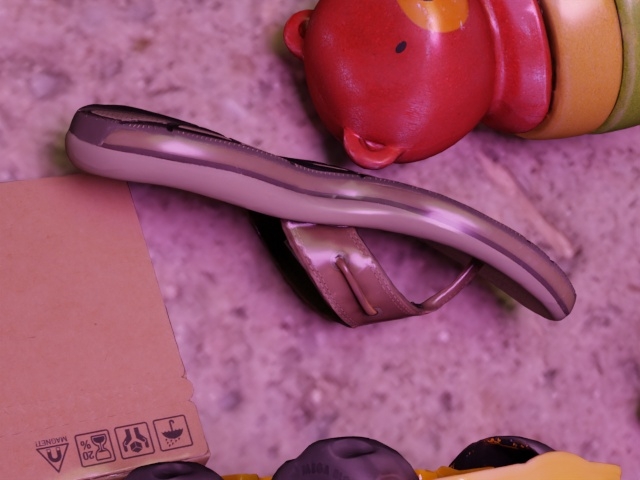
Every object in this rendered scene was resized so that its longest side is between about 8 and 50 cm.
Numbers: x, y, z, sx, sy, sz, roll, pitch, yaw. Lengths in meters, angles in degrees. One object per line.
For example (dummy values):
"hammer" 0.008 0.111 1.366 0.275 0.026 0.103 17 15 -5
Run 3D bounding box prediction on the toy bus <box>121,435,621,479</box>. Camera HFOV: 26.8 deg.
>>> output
"toy bus" 0.014 0.188 0.544 0.149 0.220 0.211 12 68 -48

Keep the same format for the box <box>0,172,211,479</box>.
"box" -0.168 0.048 0.623 0.201 0.021 0.164 -8 62 -24

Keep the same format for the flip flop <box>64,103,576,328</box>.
"flip flop" 0.000 0.000 0.689 0.277 0.112 0.080 15 93 -21

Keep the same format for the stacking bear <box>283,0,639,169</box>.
"stacking bear" 0.127 -0.129 0.754 0.289 0.164 0.175 -20 72 -16
